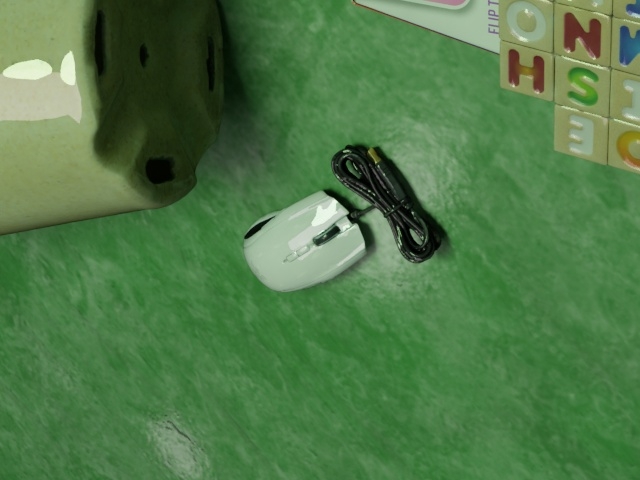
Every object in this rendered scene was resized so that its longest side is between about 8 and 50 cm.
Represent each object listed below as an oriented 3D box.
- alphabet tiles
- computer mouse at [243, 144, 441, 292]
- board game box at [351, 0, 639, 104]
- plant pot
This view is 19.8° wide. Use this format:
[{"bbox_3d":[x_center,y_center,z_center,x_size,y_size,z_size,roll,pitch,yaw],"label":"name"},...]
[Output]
[{"bbox_3d":[0.218,-0.114,1.134,0.237,0.009,0.198,18,136,25],"label":"alphabet tiles"},{"bbox_3d":[0.000,0.000,1.446,0.193,0.042,0.106,-30,101,44],"label":"computer mouse"},{"bbox_3d":[0.179,-0.216,1.152,0.316,0.064,0.242,23,131,21],"label":"board game box"},{"bbox_3d":[-0.251,-0.129,1.375,0.305,0.334,0.334,-1,120,23],"label":"plant pot"}]
